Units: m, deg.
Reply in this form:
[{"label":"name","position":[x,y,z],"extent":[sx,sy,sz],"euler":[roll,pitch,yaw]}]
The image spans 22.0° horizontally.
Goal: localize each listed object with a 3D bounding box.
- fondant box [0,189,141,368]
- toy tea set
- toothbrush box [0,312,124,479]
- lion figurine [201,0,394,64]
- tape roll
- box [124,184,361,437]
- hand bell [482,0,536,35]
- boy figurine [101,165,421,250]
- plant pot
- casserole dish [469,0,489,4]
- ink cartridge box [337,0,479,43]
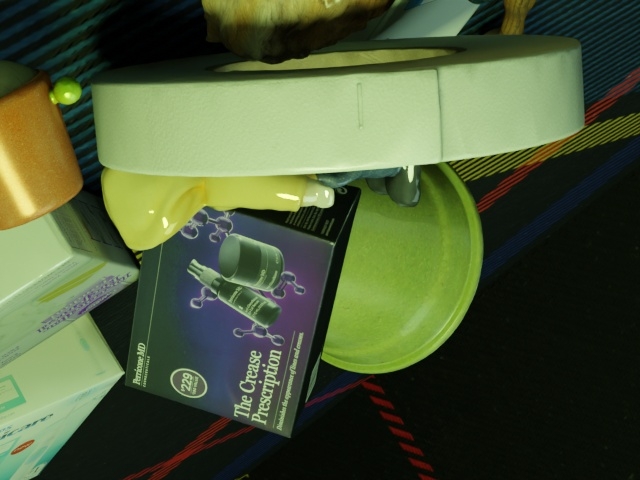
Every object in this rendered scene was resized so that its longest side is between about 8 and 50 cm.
[{"label":"fondant box","position":[-0.304,0.048,1.476],"extent":[0.238,0.096,0.330],"euler":[-33,176,2]},{"label":"toy tea set","position":[-0.320,-0.035,1.143],"extent":[0.336,0.124,0.200],"euler":[-31,-162,-22]},{"label":"toothbrush box","position":[-0.385,0.197,1.859],"extent":[0.216,0.126,0.295],"euler":[-21,162,-40]},{"label":"lion figurine","position":[0.095,-0.263,1.188],"extent":[0.392,0.142,0.240],"euler":[-19,149,-16]},{"label":"tape roll","position":[0.014,-0.111,1.295],"extent":[0.392,0.072,0.392],"euler":[-4,-170,1]},{"label":"box","position":[-0.081,0.048,1.618],"extent":[0.103,0.184,0.261],"euler":[-62,167,-50]},{"label":"hand bell","position":[0.205,-0.230,1.777],"extent":[0.126,0.126,0.242],"euler":[-28,154,-17]},{"label":"boy figurine","position":[-0.050,-0.054,1.456],"extent":[0.285,0.092,0.177],"euler":[-12,-160,-25]},{"label":"plant pot","position":[0.000,0.000,1.810],"extent":[0.276,0.276,0.254],"euler":[-37,154,22]},{"label":"casserole dish","position":[0.135,-0.280,1.348],"extent":[0.114,0.037,0.188],"euler":[-40,140,-12]},{"label":"ink cartridge box","position":[0.127,-0.242,1.561],"extent":[0.261,0.066,0.296],"euler":[-23,165,-30]}]
